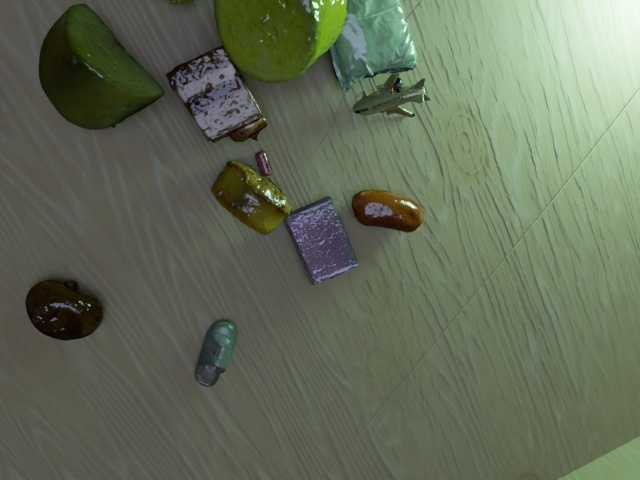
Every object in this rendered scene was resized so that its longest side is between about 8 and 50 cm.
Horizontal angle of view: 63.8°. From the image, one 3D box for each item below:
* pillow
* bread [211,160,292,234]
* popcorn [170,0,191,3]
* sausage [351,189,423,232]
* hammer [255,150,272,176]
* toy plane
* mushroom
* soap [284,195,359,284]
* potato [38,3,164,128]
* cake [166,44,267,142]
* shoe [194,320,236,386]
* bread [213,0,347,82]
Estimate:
[{"bbox_3d":[0.145,-0.638,1.570,0.283,0.138,0.310,-21,104,-5],"label":"pillow"},{"bbox_3d":[-0.223,-0.134,1.596,0.260,0.147,0.160,43,101,-3],"label":"bread"},{"bbox_3d":[-0.392,-0.765,1.419,0.173,0.168,0.195,34,98,-40],"label":"popcorn"},{"bbox_3d":[0.227,-0.100,1.727,0.258,0.133,0.133,12,101,-12],"label":"sausage"},{"bbox_3d":[-0.183,-0.246,1.656,0.043,0.043,0.083,-19,107,-6],"label":"hammer"},{"bbox_3d":[0.220,-0.452,1.634,0.244,0.229,0.092,-5,68,20],"label":"toy plane"},{"bbox_3d":[-0.806,0.230,1.606,0.231,0.138,0.194,23,99,-15],"label":"mushroom"},{"bbox_3d":[0.000,0.000,1.731,0.181,0.081,0.259,-25,106,-3],"label":"soap"},{"bbox_3d":[-0.655,-0.424,1.387,0.280,0.213,0.330,-38,95,30],"label":"potato"},{"bbox_3d":[-0.292,-0.407,1.522,0.199,0.196,0.293,-29,111,-1],"label":"cake"},{"bbox_3d":[-0.359,0.399,1.755,0.103,0.100,0.251,18,103,-14],"label":"shoe"},{"bbox_3d":[-0.110,-0.604,1.376,0.348,0.308,0.348,5,133,6],"label":"bread"}]
